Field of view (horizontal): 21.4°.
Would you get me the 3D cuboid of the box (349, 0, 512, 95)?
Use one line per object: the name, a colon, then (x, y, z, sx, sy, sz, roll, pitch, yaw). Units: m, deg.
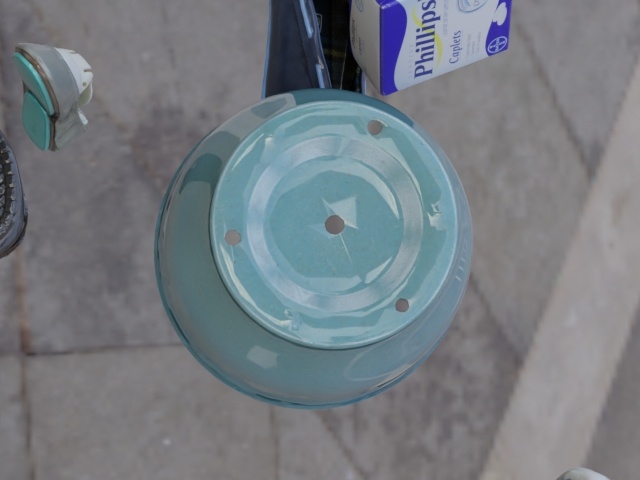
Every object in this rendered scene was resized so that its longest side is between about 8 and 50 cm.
box: (0.100, -0.214, 1.541, 0.126, 0.137, 0.072, 87, -22, -55)

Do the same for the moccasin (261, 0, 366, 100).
moccasin: (0.021, -0.256, 1.683, 0.137, 0.117, 0.342, 0, 87, -39)

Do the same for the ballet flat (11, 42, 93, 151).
ballet flat: (-0.241, -0.143, 1.553, 0.068, 0.213, 0.072, -35, 82, -15)

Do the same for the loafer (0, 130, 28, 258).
loafer: (-0.275, -0.059, 1.310, 0.220, 0.080, 0.078, 59, -7, 37)

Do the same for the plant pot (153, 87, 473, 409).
plant pot: (0.000, 0.000, 1.338, 0.255, 0.271, 0.272, 129, -40, -84)

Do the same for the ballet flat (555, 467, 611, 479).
ballet flat: (0.109, 0.254, 0.768, 0.139, 0.139, 0.400, -42, 154, -49)
